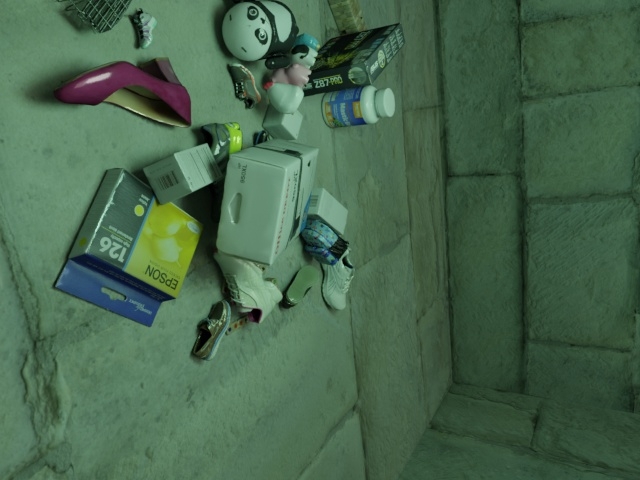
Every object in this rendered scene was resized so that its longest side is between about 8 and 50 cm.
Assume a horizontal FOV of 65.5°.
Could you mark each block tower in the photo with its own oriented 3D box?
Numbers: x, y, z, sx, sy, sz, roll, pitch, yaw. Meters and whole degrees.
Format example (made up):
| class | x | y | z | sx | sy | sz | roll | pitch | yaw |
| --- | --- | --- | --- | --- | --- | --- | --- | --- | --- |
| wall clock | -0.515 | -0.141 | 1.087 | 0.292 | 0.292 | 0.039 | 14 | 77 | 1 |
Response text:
| class | x | y | z | sx | sy | sz | roll | pitch | yaw |
| --- | --- | --- | --- | --- | --- | --- | --- | --- | --- |
| block tower | 0.133 | -0.929 | 2.136 | 0.335 | 0.097 | 0.091 | 58 | 44 | -41 |

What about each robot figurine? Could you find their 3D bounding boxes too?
| class | x | y | z | sx | sy | sz | roll | pitch | yaw |
| --- | --- | --- | --- | --- | --- | --- | --- | --- | --- |
| robot figurine | -0.180 | -0.656 | 1.550 | 0.278 | 0.209 | 0.174 | -40 | 156 | -51 |

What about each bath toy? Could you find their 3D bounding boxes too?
| class | x | y | z | sx | sy | sz | roll | pitch | yaw |
| --- | --- | --- | --- | --- | --- | --- | --- | --- | --- |
| bath toy | -0.107 | -0.561 | 1.677 | 0.129 | 0.151 | 0.348 | 24 | 52 | -16 |

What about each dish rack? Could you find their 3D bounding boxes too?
| class | x | y | z | sx | sy | sz | roll | pitch | yaw |
| --- | --- | --- | --- | --- | --- | --- | --- | --- | --- |
| dish rack | -0.533 | -0.599 | 1.075 | 0.271 | 0.074 | 0.208 | 52 | 50 | -49 |

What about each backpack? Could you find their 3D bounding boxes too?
| class | x | y | z | sx | sy | sz | roll | pitch | yaw |
| --- | --- | --- | --- | --- | --- | --- | --- | --- | --- |
| backpack | 0.000 | 0.000 | 1.918 | 0.173 | 0.158 | 0.117 | 46 | 71 | -34 |

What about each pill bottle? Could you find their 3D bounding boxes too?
| class | x | y | z | sx | sy | sz | roll | pitch | yaw |
| --- | --- | --- | --- | --- | --- | --- | --- | --- | --- |
| pill bottle | 0.156 | -0.545 | 2.022 | 0.152 | 0.272 | 0.152 | -5 | 95 | -58 |

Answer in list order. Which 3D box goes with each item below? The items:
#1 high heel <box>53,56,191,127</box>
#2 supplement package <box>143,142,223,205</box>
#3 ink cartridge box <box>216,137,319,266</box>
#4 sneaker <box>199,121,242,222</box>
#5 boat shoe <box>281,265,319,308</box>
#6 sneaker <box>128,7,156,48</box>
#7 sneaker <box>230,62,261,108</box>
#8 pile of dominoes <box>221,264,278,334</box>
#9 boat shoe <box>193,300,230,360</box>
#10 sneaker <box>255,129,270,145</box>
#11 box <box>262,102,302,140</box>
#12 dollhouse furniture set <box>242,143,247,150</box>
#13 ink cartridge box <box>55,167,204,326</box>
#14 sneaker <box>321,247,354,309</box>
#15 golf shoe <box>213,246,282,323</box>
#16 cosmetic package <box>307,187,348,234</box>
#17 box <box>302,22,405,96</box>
| class | x | y | z | sx | sy | sz | roll | pitch | yaw |
| --- | --- | --- | --- | --- | --- | --- | --- | --- | --- |
| high heel | -0.438 | -0.324 | 1.178 | 0.377 | 0.127 | 0.181 | -44 | 118 | -53 |
| supplement package | -0.354 | -0.176 | 1.300 | 0.105 | 0.105 | 0.179 | 65 | 20 | -11 |
| ink cartridge box | -0.144 | -0.130 | 1.484 | 0.395 | 0.166 | 0.286 | -54 | 157 | -68 |
| sneaker | -0.309 | -0.201 | 1.457 | 0.121 | 0.111 | 0.300 | 0 | 93 | -38 |
| boat shoe | -0.080 | 0.173 | 1.876 | 0.081 | 0.069 | 0.228 | 43 | 38 | -1 |
| sneaker | -0.452 | -0.534 | 1.244 | 0.069 | 0.038 | 0.098 | 33 | 54 | -53 |
| sneaker | -0.242 | -0.484 | 1.575 | 0.065 | 0.061 | 0.158 | -62 | 140 | -27 |
| pile of dominoes | -0.230 | 0.178 | 1.649 | 0.251 | 0.040 | 0.196 | -26 | 114 | -56 |
| boat shoe | -0.322 | 0.261 | 1.475 | 0.066 | 0.066 | 0.183 | 40 | 59 | -51 |
| sneaker | -0.166 | -0.285 | 1.691 | 0.067 | 0.078 | 0.188 | -43 | 127 | -50 |
| box | -0.130 | -0.415 | 1.733 | 0.101 | 0.087 | 0.102 | 40 | 59 | -53 |
| dollhouse furniture set | -0.264 | -0.244 | 1.598 | 0.081 | 0.091 | 0.114 | -17 | 83 | -16 |
| ink cartridge box | -0.454 | 0.028 | 1.244 | 0.303 | 0.072 | 0.307 | 44 | 53 | -52 |
| sneaker | 0.078 | 0.157 | 2.074 | 0.111 | 0.129 | 0.297 | -34 | 122 | -56 |
| golf shoe | -0.236 | 0.143 | 1.544 | 0.306 | 0.115 | 0.140 | 51 | 56 | -36 |
| cosmetic package | 0.020 | -0.114 | 2.007 | 0.231 | 0.085 | 0.117 | 39 | 59 | -55 |
| box | 0.112 | -0.689 | 1.900 | 0.395 | 0.318 | 0.097 | -56 | 137 | -40 |
